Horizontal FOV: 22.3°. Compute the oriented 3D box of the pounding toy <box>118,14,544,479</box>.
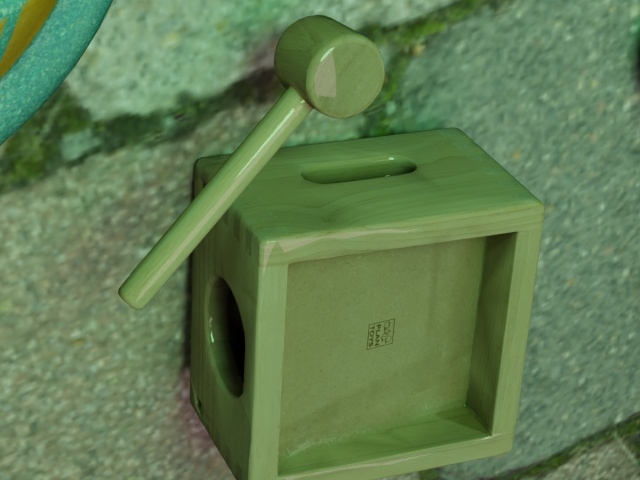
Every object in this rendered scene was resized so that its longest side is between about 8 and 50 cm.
[{"bbox_3d":[-0.008,-0.004,0.682,0.181,0.094,0.206,-8,119,-21],"label":"pounding toy"}]

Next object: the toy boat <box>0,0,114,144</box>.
[{"bbox_3d":[-0.186,-0.101,0.441,0.318,0.148,0.267,-8,129,-28],"label":"toy boat"}]
